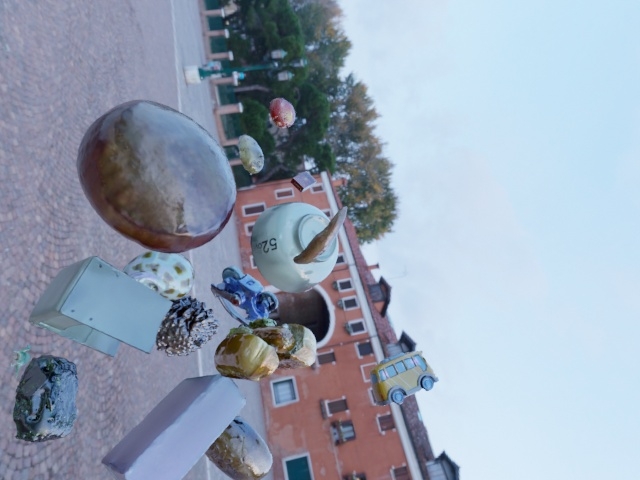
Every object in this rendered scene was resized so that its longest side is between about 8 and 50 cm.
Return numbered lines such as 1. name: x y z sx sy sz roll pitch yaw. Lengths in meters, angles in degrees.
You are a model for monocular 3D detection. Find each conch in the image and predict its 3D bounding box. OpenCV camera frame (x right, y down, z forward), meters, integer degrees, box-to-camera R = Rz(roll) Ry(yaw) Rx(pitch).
1. conch: -0.641 0.138 1.732 0.368 0.249 0.197 85 17 -71

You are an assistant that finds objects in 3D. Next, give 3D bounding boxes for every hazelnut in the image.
1. hazelnut: -0.431 -0.153 1.125 0.421 0.421 0.353 100 8 -67

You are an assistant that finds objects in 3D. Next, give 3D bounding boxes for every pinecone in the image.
1. pinecone: -0.621 0.376 1.897 0.298 0.296 0.242 -57 180 18

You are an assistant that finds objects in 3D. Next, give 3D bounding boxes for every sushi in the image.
1. sushi: -0.757 0.433 1.162 0.127 0.124 0.225 79 0 -65

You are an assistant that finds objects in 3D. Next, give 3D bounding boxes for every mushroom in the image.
1. mushroom: -0.298 0.704 1.449 0.297 0.163 0.278 27 -31 23

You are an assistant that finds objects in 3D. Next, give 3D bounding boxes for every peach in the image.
1. peach: -0.106 -0.371 1.223 0.050 0.077 0.083 -8 -78 46

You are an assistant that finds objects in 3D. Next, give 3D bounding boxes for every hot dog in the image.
1. hot dog: -0.117 0.192 0.762 0.337 0.135 0.100 -33 -111 63

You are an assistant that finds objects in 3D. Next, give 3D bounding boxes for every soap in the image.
1. soap: -0.353 0.452 1.006 0.107 0.285 0.296 52 -37 -9

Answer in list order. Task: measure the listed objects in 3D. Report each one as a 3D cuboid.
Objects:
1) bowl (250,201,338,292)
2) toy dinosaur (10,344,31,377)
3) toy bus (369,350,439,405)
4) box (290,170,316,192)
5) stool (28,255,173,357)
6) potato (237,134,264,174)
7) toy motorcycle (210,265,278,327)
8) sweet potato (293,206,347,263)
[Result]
1. bowl: -0.061 0.008 1.562 0.185 0.354 0.354 -21 -103 50
2. toy dinosaur: -1.133 0.455 1.597 0.029 0.060 0.120 -35 -124 55
3. toy bus: 0.258 0.434 1.347 0.126 0.209 0.136 110 -39 -68
4. box: -0.055 -0.193 1.386 0.051 0.082 0.023 45 -50 6
5. stool: -0.614 0.197 1.189 0.269 0.243 0.170 41 49 -34
6. potato: -0.291 -0.375 1.810 0.100 0.089 0.172 -50 124 -67
7. toy motorcycle: -0.348 0.266 1.989 0.319 0.182 0.241 35 -33 13
8. sweet potato: 0.001 0.004 1.284 0.255 0.058 0.078 -49 -161 28
